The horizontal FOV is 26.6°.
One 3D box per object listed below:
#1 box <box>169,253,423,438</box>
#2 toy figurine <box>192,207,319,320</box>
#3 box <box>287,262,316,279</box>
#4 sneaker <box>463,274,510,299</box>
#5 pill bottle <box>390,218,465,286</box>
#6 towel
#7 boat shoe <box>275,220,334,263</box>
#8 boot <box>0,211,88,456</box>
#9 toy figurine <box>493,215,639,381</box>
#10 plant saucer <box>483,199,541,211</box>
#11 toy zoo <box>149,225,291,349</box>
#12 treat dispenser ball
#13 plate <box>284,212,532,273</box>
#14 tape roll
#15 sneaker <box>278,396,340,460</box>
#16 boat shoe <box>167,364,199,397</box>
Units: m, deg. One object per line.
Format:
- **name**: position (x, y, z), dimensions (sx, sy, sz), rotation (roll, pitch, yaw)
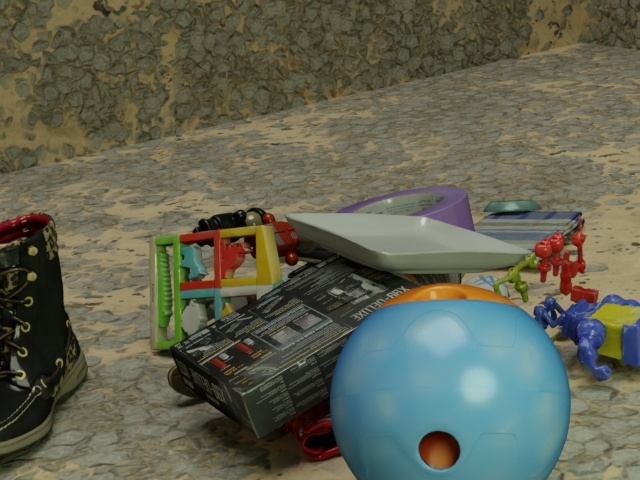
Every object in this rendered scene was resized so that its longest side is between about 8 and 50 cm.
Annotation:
- **box**: position (-0.026, 0.137, 1.907), dimensions (0.307, 0.077, 0.242), rotation (-29, 24, -22)
- **toy figurine**: position (-0.102, 0.052, 2.288), dimensions (0.148, 0.210, 0.213), rotation (-10, 13, -43)
- **box**: position (0.053, 0.073, 2.376), dimensions (0.147, 0.078, 0.180), rotation (7, 22, 35)
- **sneaker**: position (0.261, 0.111, 2.166), dimensions (0.086, 0.085, 0.237), rotation (12, 15, -15)
- **pill bottle**: position (0.139, 0.070, 2.213), dimensions (0.162, 0.162, 0.278), rotation (2, 21, 24)
- **towel**: position (0.368, -0.004, 2.583), dimensions (0.209, 0.034, 0.285), rotation (1, 17, 28)
- **boat shoe**: position (0.000, 0.000, 2.378), dimensions (0.227, 0.069, 0.081), rotation (0, 19, 23)
- **boot**: position (-0.463, 0.136, 2.020), dimensions (0.138, 0.284, 0.377), rotation (-2, 17, 14)
- **toy figurine**: position (0.412, 0.108, 1.976), dimensions (0.217, 0.191, 0.362), rotation (13, 20, 28)
- **plant saucer**: position (0.389, -0.071, 2.747), dimensions (0.119, 0.021, 0.119), rotation (-2, 3, 0)
- **toy zoo**: position (-0.161, 0.079, 2.186), dimensions (0.293, 0.192, 0.030), rotation (-6, -7, 36)
- **treat dispenser ball**: position (0.155, 0.195, 1.623), dimensions (0.288, 0.288, 0.288), rotation (-6, 18, 2)
- **plate**: position (0.125, 0.006, 2.028), dimensions (0.278, 0.045, 0.277), rotation (1, 13, -33)
- **tape roll**: position (0.151, -0.023, 2.564), dimensions (0.274, 0.090, 0.275), rotation (-13, 12, 3)
- **sneaker**: position (-0.035, 0.240, 1.882), dimensions (0.221, 0.087, 0.128), rotation (-1, 17, 21)
- **boat shoe**: position (-0.158, 0.202, 2.087), dimensions (0.178, 0.064, 0.060), rotation (-9, 8, -31)
